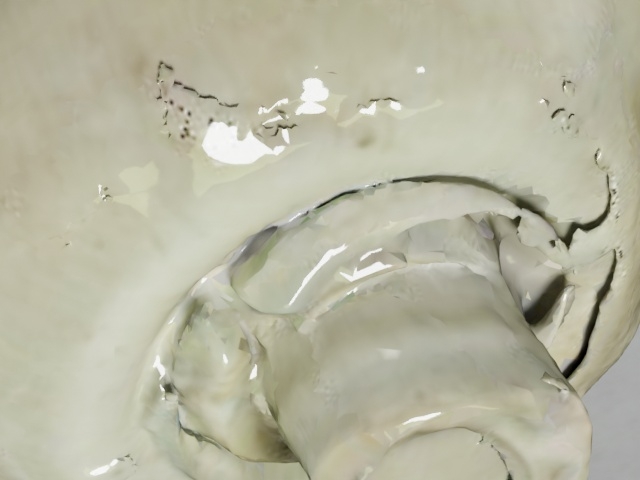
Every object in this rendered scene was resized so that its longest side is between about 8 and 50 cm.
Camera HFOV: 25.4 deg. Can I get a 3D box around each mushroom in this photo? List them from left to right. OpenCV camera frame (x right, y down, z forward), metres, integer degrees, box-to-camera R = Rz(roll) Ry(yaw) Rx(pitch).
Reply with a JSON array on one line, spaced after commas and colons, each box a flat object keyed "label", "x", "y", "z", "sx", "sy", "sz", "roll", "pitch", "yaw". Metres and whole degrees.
[{"label": "mushroom", "x": 0.000, "y": 0.000, "z": 0.403, "sx": 0.246, "sy": 0.202, "sz": 0.246, "roll": -18, "pitch": 140, "yaw": -16}]
